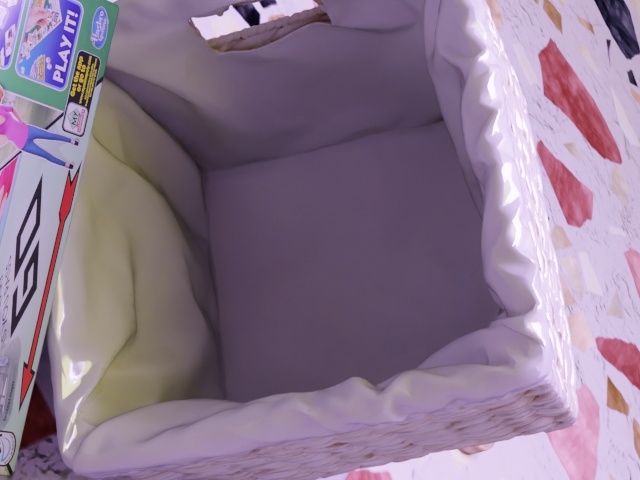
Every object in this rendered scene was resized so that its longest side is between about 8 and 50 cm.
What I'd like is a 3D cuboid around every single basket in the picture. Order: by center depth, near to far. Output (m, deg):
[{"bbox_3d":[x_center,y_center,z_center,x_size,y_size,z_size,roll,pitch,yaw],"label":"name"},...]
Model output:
[{"bbox_3d":[0.000,0.000,1.033,0.266,0.328,0.331,42,37,-64],"label":"basket"}]

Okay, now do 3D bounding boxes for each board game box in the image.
[{"bbox_3d":[-0.241,-0.024,0.871,0.213,0.046,0.317,18,82,-54],"label":"board game box"}]

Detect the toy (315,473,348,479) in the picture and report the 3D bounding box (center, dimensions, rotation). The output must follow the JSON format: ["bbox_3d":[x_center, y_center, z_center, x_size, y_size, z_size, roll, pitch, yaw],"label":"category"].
[{"bbox_3d":[0.062,0.114,1.201,0.237,0.056,0.137,-61,150,-3],"label":"toy"}]

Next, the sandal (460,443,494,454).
[{"bbox_3d":[0.124,0.112,1.427,0.240,0.079,0.088,51,35,-25],"label":"sandal"}]
